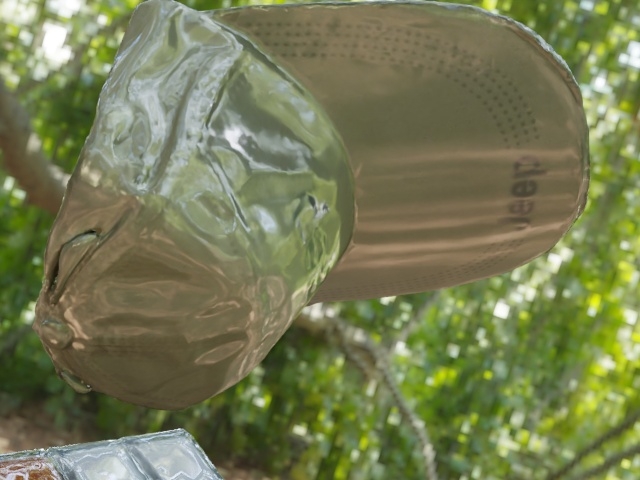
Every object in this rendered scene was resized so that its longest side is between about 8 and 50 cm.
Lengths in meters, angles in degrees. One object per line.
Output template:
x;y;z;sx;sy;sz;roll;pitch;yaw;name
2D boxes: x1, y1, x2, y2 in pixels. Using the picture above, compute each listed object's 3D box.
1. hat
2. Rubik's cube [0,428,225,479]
0.000;0.000;0.726;0.245;0.149;0.214;3;-43;9;hat
-0.160;0.310;0.861;0.293;0.292;0.287;-3;43;-46;Rubik's cube
